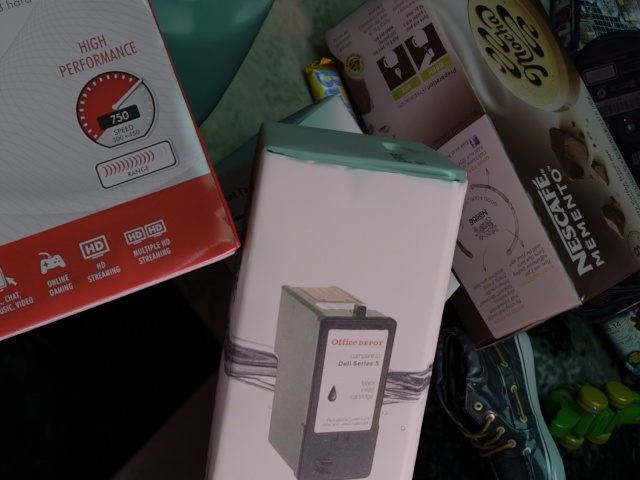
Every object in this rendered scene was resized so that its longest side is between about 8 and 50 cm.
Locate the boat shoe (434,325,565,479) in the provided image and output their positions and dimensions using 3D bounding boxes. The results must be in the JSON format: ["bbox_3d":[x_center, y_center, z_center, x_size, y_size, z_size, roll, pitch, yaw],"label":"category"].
[{"bbox_3d":[0.146,0.159,0.951,0.083,0.065,0.183,2,68,-37],"label":"boat shoe"}]

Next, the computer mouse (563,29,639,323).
[{"bbox_3d":[0.269,-0.052,1.057,0.262,0.184,0.060,71,18,5],"label":"computer mouse"}]

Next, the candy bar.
[{"bbox_3d":[0.025,-0.079,0.952,0.040,0.018,0.161,-20,90,-41],"label":"candy bar"}]

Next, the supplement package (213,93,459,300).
[{"bbox_3d":[0.000,0.000,0.850,0.105,0.105,0.179,-42,104,-38],"label":"supplement package"}]

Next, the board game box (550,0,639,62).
[{"bbox_3d":[0.351,-0.225,1.238,0.243,0.042,0.165,22,64,-32],"label":"board game box"}]

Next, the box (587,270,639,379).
[{"bbox_3d":[0.340,0.065,1.085,0.094,0.137,0.027,55,22,-11],"label":"box"}]

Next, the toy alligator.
[{"bbox_3d":[0.265,0.153,1.055,0.189,0.056,0.051,-2,37,-39],"label":"toy alligator"}]

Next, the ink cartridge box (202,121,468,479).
[{"bbox_3d":[-0.003,0.072,0.690,0.114,0.198,0.273,9,99,-5],"label":"ink cartridge box"}]

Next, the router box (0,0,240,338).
[{"bbox_3d":[-0.251,-0.075,0.588,0.335,0.082,0.301,-21,90,-9],"label":"router box"}]

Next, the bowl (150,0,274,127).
[{"bbox_3d":[-0.142,-0.222,0.768,0.311,0.163,0.311,13,68,-35],"label":"bowl"}]

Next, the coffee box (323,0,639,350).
[{"bbox_3d":[0.150,-0.080,0.955,0.168,0.119,0.297,-19,82,-47],"label":"coffee box"}]
